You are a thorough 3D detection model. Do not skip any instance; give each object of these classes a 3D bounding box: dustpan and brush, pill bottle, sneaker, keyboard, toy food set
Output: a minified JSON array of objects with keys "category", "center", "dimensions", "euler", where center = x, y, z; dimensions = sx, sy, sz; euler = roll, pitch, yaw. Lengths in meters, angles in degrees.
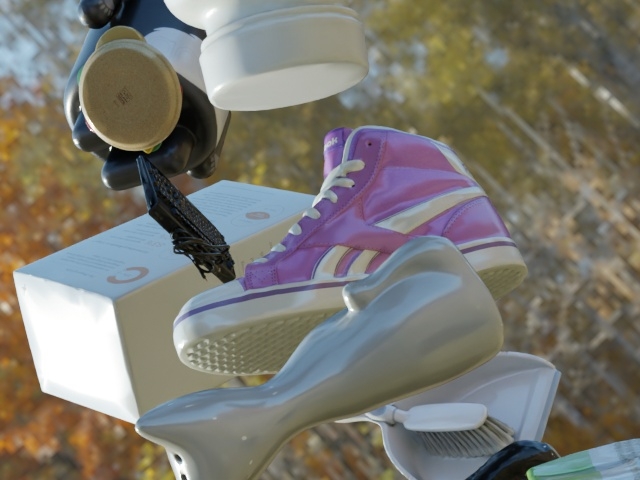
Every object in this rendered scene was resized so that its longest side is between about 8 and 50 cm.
[{"category":"dustpan and brush","center":[0.085,0.155,1.469],"dimensions":[0.060,0.211,0.147],"euler":[46,-126,-37]},{"category":"pill bottle","center":[-0.054,-0.273,1.382],"dimensions":[0.176,0.318,0.176],"euler":[-11,-9,-2]},{"category":"sneaker","center":[0.000,0.000,1.290],"dimensions":[0.282,0.161,0.102],"euler":[-14,-24,-28]},{"category":"keyboard","center":[-0.119,-0.014,1.719],"dimensions":[0.038,0.100,0.192],"euler":[-23,-30,13]},{"category":"toy food set","center":[-0.136,-0.104,1.226],"dimensions":[0.082,0.083,0.020],"euler":[-56,-9,22]}]

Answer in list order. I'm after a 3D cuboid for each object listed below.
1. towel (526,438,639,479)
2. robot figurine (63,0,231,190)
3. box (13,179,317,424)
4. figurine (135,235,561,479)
[{"category":"towel","center":[0.170,0.095,0.792],"dimensions":[0.152,0.023,0.113],"euler":[-15,-5,3]},{"category":"robot figurine","center":[-0.175,-0.179,1.841],"dimensions":[0.209,0.174,0.278],"euler":[106,178,-47]},{"category":"box","center":[-0.167,0.067,2.136],"dimensions":[0.345,0.215,0.168],"euler":[-25,-66,-37]},{"category":"figurine","center":[0.021,0.133,0.949],"dimensions":[0.209,0.214,0.092],"euler":[-31,14,-19]}]
